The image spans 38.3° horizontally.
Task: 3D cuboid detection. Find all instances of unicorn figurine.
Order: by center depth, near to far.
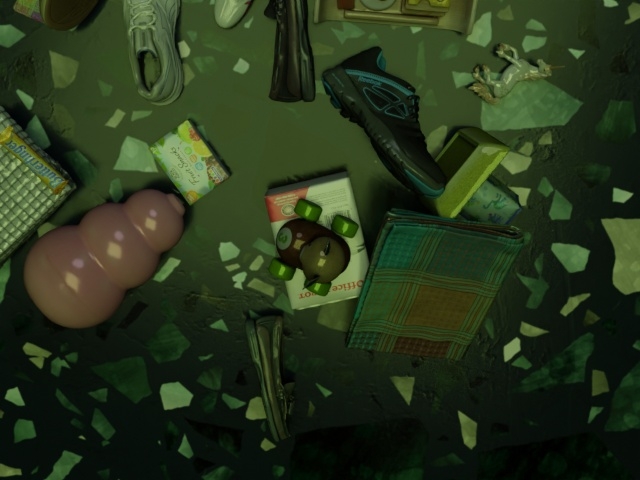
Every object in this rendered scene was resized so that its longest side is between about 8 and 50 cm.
[{"bbox_3d":[0.376,-0.329,1.801,0.111,0.060,0.162,44,114,-9],"label":"unicorn figurine"}]

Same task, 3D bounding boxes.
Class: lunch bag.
[{"bbox_3d":[0.303,-0.058,1.838,0.129,0.096,0.151,36,114,-10],"label":"lunch bag"}]

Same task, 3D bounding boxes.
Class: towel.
[{"bbox_3d":[-0.548,-0.458,1.787,0.083,0.009,0.060,23,100,-6],"label":"towel"},{"bbox_3d":[0.212,0.101,1.788,0.271,0.040,0.370,7,132,-10],"label":"towel"},{"bbox_3d":[-0.647,-0.094,1.807,0.283,0.121,0.235,-44,91,3],"label":"towel"}]

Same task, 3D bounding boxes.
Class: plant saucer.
[{"bbox_3d":[0.258,-0.135,1.765,0.045,0.188,0.188,36,99,-18],"label":"plant saucer"}]

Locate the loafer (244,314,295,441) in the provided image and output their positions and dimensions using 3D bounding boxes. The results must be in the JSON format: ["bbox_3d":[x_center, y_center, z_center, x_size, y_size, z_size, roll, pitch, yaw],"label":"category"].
[{"bbox_3d":[-0.089,0.284,1.905,0.084,0.096,0.268,-14,100,-3],"label":"loafer"}]

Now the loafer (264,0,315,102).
[{"bbox_3d":[-0.069,-0.411,1.754,0.095,0.109,0.303,-5,105,5],"label":"loafer"}]

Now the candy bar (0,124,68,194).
[{"bbox_3d":[-0.539,-0.149,1.732,0.161,0.018,0.040,43,91,1],"label":"candy bar"}]

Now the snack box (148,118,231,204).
[{"bbox_3d":[-0.260,-0.156,1.837,0.100,0.037,0.141,-35,100,8],"label":"snack box"}]

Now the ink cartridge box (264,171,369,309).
[{"bbox_3d":[0.000,0.000,1.839,0.172,0.100,0.237,-13,101,3],"label":"ink cartridge box"}]

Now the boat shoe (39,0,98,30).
[{"bbox_3d":[-0.459,-0.564,1.724,0.110,0.121,0.341,26,100,32],"label":"boat shoe"}]

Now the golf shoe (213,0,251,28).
[{"bbox_3d":[-0.152,-0.488,1.745,0.067,0.086,0.186,27,102,-7],"label":"golf shoe"}]

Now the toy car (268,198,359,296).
[{"bbox_3d":[-0.013,0.027,1.696,0.149,0.188,0.155,23,100,-5],"label":"toy car"}]

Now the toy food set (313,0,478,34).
[{"bbox_3d":[0.148,-0.502,1.716,0.306,0.092,0.220,4,114,-2],"label":"toy food set"}]

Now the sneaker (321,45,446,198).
[{"bbox_3d":[0.142,-0.228,1.728,0.139,0.125,0.341,-35,70,-4],"label":"sneaker"}]

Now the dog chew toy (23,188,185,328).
[{"bbox_3d":[-0.409,0.022,1.800,0.332,0.206,0.207,-36,100,-2],"label":"dog chew toy"}]

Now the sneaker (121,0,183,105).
[{"bbox_3d":[-0.320,-0.403,1.740,0.111,0.129,0.297,-9,100,3],"label":"sneaker"}]
